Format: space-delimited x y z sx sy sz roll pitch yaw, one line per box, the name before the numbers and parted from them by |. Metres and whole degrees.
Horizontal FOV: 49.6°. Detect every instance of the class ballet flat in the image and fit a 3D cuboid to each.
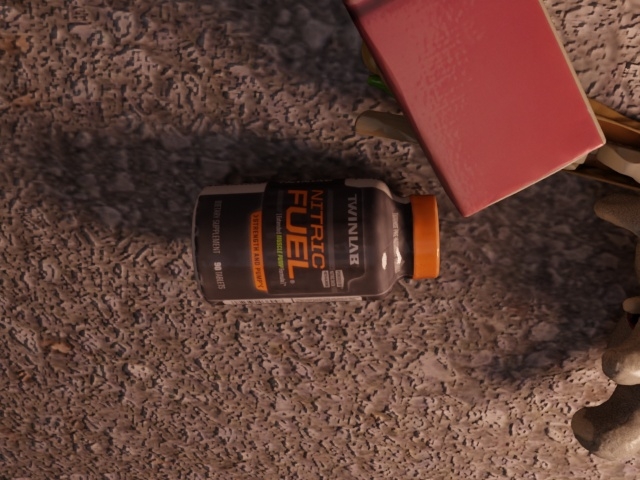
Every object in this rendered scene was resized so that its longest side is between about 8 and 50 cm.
ballet flat | 0.273 -0.094 0.681 0.232 0.073 0.080 12 120 -2

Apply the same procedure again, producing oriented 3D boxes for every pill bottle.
pill bottle | 0.000 0.000 0.726 0.246 0.130 0.130 -3 120 5

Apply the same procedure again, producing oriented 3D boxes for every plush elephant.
plush elephant | 0.379 0.089 0.679 0.255 0.272 0.330 34 89 -30

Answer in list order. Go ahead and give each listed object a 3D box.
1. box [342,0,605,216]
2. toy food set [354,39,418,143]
box | 0.110 -0.161 0.571 0.127 0.148 0.232 -29 106 11
toy food set | 0.107 -0.189 0.665 0.133 0.038 0.192 11 110 -8
